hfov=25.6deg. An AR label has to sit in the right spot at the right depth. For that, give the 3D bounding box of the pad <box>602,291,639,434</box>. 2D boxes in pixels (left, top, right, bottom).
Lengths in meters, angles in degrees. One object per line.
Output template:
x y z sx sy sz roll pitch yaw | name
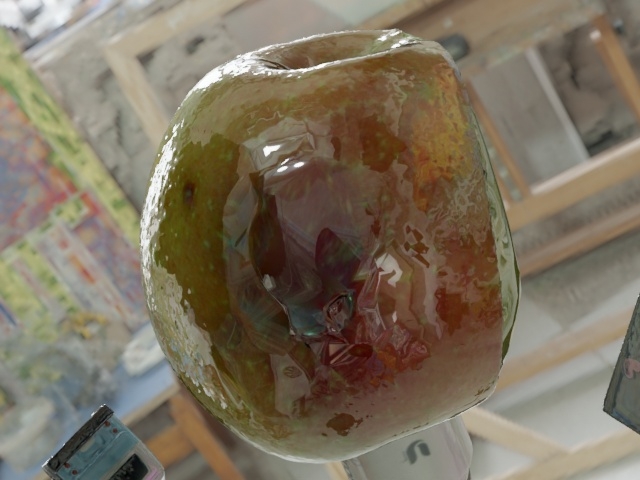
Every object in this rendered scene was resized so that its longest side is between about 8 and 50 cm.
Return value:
0.317 0.069 1.092 0.006 0.170 0.245 -35 26 57 | pad

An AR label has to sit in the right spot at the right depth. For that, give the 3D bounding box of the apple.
0.000 0.000 0.685 0.174 0.188 0.207 -24 15 -29 | apple

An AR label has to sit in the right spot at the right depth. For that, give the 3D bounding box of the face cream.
0.045 0.111 0.944 0.092 0.311 0.092 -17 32 11 | face cream

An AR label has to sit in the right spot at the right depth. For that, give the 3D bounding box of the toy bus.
-0.143 0.167 0.973 0.060 0.075 0.123 -46 -11 -19 | toy bus
